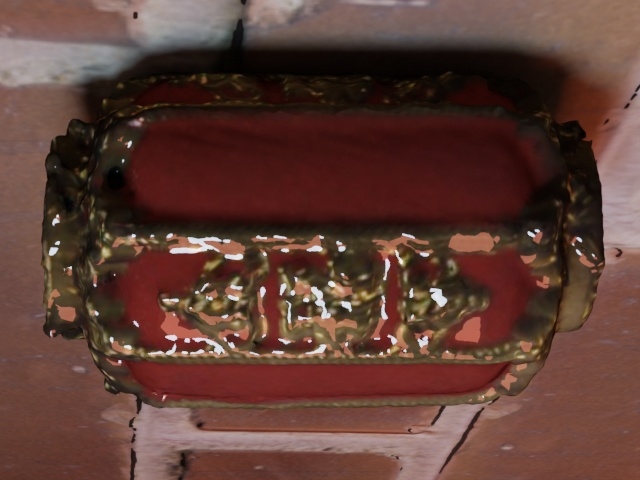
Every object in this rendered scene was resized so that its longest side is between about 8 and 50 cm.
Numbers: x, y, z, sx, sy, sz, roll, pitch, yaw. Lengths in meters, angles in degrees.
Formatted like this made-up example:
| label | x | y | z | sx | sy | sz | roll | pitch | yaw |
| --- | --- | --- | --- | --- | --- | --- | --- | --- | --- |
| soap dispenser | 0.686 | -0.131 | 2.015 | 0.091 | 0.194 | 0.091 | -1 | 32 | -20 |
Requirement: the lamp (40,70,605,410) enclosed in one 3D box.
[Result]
| label | x | y | z | sx | sy | sz | roll | pitch | yaw |
| --- | --- | --- | --- | --- | --- | --- | --- | --- | --- |
| lamp | 0.000 | 0.000 | 0.846 | 0.274 | 0.177 | 0.177 | -1 | 158 | -4 |
